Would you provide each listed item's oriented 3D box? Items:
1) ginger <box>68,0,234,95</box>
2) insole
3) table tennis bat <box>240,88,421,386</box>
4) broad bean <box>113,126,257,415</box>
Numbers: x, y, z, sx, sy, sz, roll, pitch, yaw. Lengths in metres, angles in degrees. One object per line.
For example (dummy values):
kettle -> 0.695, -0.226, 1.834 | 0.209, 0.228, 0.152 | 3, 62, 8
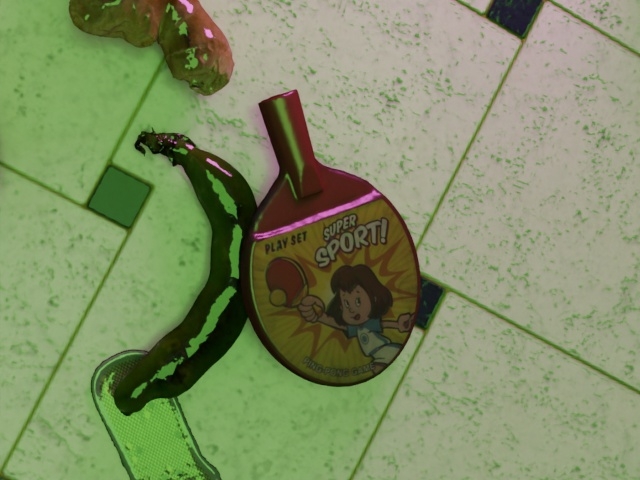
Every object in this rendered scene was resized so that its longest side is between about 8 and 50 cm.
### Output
ginger -> -0.192, -0.294, 1.224 | 0.148, 0.081, 0.333 | -18, 96, -15
insole -> -0.143, 0.262, 1.290 | 0.109, 0.007, 0.322 | -25, 97, -10
table tennis bat -> 0.000, 0.000, 1.279 | 0.200, 0.038, 0.310 | -21, 100, -26
broad bean -> -0.129, 0.036, 1.266 | 0.144, 0.049, 0.292 | 6, 88, -10
